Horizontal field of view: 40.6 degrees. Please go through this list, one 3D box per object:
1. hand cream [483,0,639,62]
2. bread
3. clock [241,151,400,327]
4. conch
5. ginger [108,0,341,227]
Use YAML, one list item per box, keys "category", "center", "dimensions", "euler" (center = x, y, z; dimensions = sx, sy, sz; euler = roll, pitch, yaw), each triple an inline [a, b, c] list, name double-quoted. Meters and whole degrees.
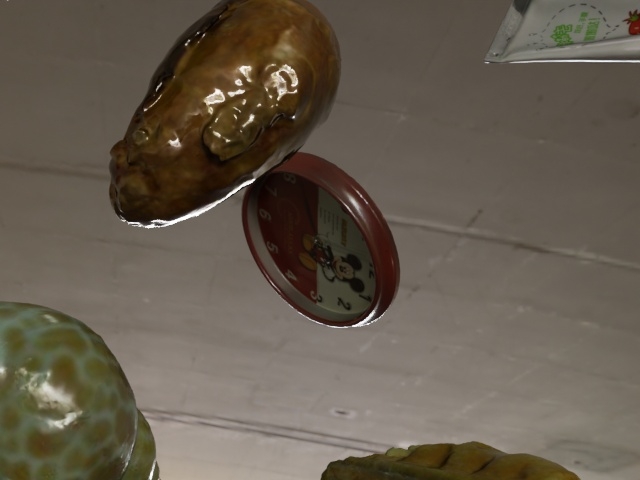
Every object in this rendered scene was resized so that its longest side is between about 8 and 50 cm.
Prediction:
- category: "hand cream"
  center: [0.330, -0.200, 0.801]
  dimensions: [0.336, 0.121, 0.076]
  euler: [6, -44, 26]
- category: "bread"
  center: [0.054, 0.109, 0.331]
  dimensions: [0.110, 0.066, 0.060]
  euler: [-4, -62, 40]
- category: "clock"
  center: [0.000, 0.000, 1.415]
  dimensions: [0.318, 0.080, 0.318]
  euler: [26, -47, 31]
- category: "conch"
  center: [-0.167, 0.096, 0.508]
  dimensions: [0.173, 0.116, 0.106]
  euler: [29, 19, 3]
- category: "ginger"
  center: [-0.082, -0.145, 0.855]
  dimensions: [0.165, 0.321, 0.172]
  euler: [46, -36, -6]
